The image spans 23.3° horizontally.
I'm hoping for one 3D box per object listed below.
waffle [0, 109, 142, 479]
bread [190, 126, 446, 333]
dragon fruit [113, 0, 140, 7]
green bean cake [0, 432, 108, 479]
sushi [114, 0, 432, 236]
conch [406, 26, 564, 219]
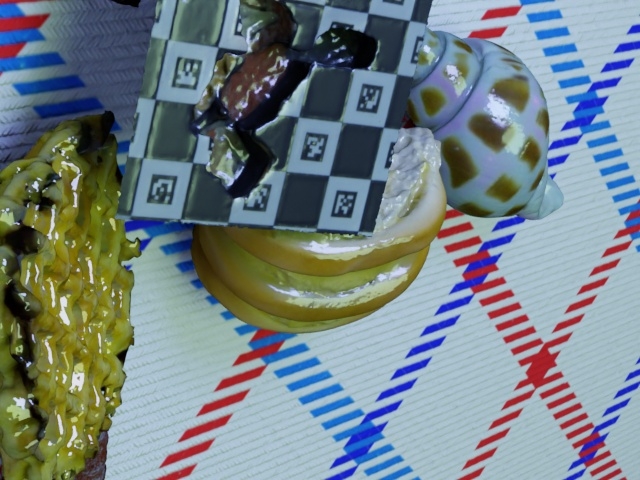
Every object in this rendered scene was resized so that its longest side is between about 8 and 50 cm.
[{"bbox_3d":[-0.278,0.068,1.669,0.382,0.095,0.379,-62,151,-63],"label":"waffle"},{"bbox_3d":[0.000,0.000,1.925,0.316,0.211,0.270,-1,133,-25],"label":"bread"},{"bbox_3d":[-0.182,-0.338,1.630,0.172,0.160,0.166,-50,165,-39],"label":"dragon fruit"},{"bbox_3d":[-0.323,0.285,1.872,0.136,0.056,0.135,-12,119,-46],"label":"green bean cake"},{"bbox_3d":[-0.053,-0.183,1.694,0.359,0.064,0.343,3,106,-38],"label":"sushi"},{"bbox_3d":[0.223,-0.165,2.176,0.249,0.197,0.368,-82,160,-54],"label":"conch"}]
